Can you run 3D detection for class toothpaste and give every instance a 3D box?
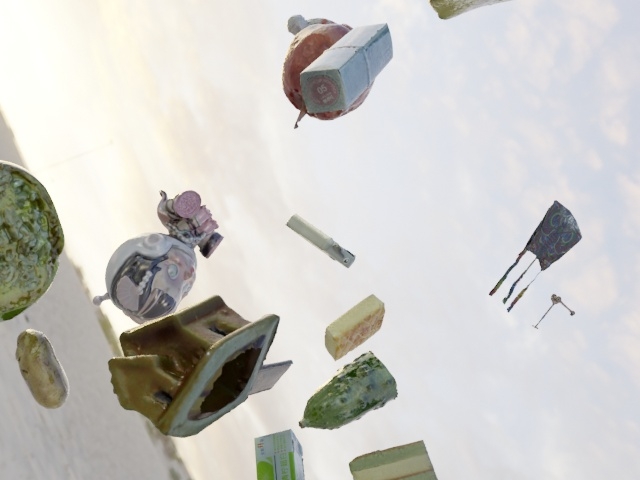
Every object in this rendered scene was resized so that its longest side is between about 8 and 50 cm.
[{"bbox_3d":[-0.064,0.510,1.617,0.067,0.081,0.337,67,10,-46],"label":"toothpaste"}]

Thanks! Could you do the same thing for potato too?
[{"bbox_3d":[-0.564,0.260,1.790,0.170,0.080,0.107,62,-13,1],"label":"potato"}]

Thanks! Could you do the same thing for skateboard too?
[{"bbox_3d":[0.486,0.162,1.855,0.064,0.083,0.032,42,0,-12],"label":"skateboard"}]

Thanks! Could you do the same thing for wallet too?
[{"bbox_3d":[-0.176,0.366,2.323,0.031,0.232,0.122,50,-62,23],"label":"wallet"}]

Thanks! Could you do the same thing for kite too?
[{"bbox_3d":[0.503,0.044,2.086,0.152,0.285,0.015,47,-10,-34],"label":"kite"}]

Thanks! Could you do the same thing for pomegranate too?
[{"bbox_3d":[-0.677,-0.001,1.669,0.216,0.358,0.310,4,-91,56],"label":"pomegranate"}]

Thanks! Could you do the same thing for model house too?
[{"bbox_3d":[-0.243,0.193,1.502,0.239,0.268,0.173,25,-64,27],"label":"model house"}]

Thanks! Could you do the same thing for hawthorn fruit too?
[{"bbox_3d":[-0.003,-0.340,1.929,0.207,0.243,0.207,30,-16,10],"label":"hawthorn fruit"}]

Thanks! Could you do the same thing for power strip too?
[{"bbox_3d":[0.000,0.000,1.748,0.081,0.035,0.192,39,-2,-32],"label":"power strip"}]

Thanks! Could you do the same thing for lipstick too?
[{"bbox_3d":[0.052,-0.293,1.479,0.076,0.290,0.078,-2,-64,24],"label":"lipstick"}]

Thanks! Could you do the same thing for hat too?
[{"bbox_3d":[-0.007,-0.490,2.088,0.112,0.162,0.094,-17,-126,52],"label":"hat"}]

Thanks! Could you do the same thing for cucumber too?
[{"bbox_3d":[0.050,0.361,2.001,0.134,0.244,0.134,43,-33,37],"label":"cucumber"}]

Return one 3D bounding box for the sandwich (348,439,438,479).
[{"bbox_3d":[0.164,0.530,1.928,0.144,0.187,0.117,84,-10,-49],"label":"sandwich"}]

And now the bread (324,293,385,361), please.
[{"bbox_3d":[0.097,0.250,2.519,0.068,0.188,0.125,42,-27,29],"label":"bread"}]

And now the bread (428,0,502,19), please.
[{"bbox_3d":[0.360,-0.597,1.771,0.361,0.233,0.245,1,-83,65],"label":"bread"}]

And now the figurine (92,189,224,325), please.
[{"bbox_3d":[-0.409,0.053,2.293,0.211,0.361,0.253,6,-32,36],"label":"figurine"}]
